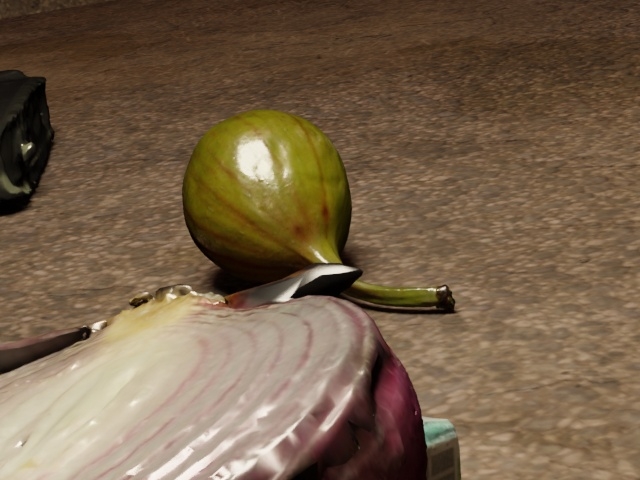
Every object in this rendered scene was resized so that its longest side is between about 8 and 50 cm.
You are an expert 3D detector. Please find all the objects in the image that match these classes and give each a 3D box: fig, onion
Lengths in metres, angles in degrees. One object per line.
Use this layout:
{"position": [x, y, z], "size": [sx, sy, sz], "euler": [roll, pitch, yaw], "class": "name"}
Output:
{"position": [0.000, 0.000, 1.202], "size": [0.124, 0.124, 0.236], "euler": [-19, 43, -36], "class": "fig"}
{"position": [-0.105, 0.153, 0.569], "size": [0.267, 0.159, 0.349], "euler": [-11, 19, 31], "class": "onion"}

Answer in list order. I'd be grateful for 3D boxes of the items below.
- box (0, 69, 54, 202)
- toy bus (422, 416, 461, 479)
{"position": [-0.434, -0.084, 1.663], "size": [0.350, 0.091, 0.359], "euler": [-8, 14, -2], "class": "box"}
{"position": [-0.061, 0.110, 0.826], "size": [0.262, 0.091, 0.109], "euler": [7, 11, 38], "class": "toy bus"}
